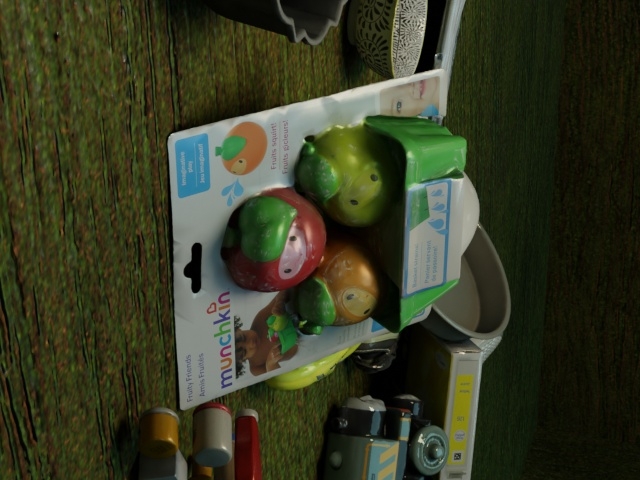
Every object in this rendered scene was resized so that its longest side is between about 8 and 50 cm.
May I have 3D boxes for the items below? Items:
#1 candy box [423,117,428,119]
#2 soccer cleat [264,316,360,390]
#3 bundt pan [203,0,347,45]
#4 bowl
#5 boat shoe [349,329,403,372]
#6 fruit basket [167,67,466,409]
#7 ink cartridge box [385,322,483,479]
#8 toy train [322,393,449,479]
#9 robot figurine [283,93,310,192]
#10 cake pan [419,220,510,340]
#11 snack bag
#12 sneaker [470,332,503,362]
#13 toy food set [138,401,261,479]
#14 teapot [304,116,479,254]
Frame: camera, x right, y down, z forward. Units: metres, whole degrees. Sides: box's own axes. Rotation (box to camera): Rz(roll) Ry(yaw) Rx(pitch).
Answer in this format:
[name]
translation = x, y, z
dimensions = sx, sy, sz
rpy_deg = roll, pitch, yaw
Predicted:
[candy box]
translation = 0.102, -0.128, 2.027
dimensions = 0.196, 0.070, 0.165
rpy_deg = -35, 120, -68
[soccer cleat]
translation = -0.002, 0.147, 1.861
dimensions = 0.289, 0.093, 0.121
rpy_deg = -43, 146, -63
[bundt pan]
translation = -0.047, -0.356, 1.365
dimensions = 0.331, 0.124, 0.331
rpy_deg = 9, 90, -73
[bowl]
translation = 0.084, -0.294, 1.910
dimensions = 0.170, 0.080, 0.170
rpy_deg = 9, 90, -74
[boat shoe]
translation = 0.081, 0.165, 2.164
dimensions = 0.223, 0.080, 0.074
rpy_deg = 4, 91, -78
[fruit basket]
translation = 0.000, 0.000, 1.540
dimensions = 0.353, 0.165, 0.327
rpy_deg = -20, 124, -36
[ink cartridge box]
translation = 0.176, 0.279, 2.327
dimensions = 0.303, 0.072, 0.307
rpy_deg = -137, -128, -70
[toy train]
translation = 0.081, 0.394, 2.139
dimensions = 0.190, 0.142, 0.334
rpy_deg = 11, 85, -38
[robot figurine]
translation = -0.022, -0.114, 1.684
dimensions = 0.101, 0.067, 0.115
rpy_deg = -50, 146, -45
[cake pan]
translation = 0.183, 0.031, 2.206
dimensions = 0.293, 0.054, 0.293
rpy_deg = 34, 39, -33
[snack bag]
translation = 0.208, -0.336, 2.255
dimensions = 0.342, 0.037, 0.323
rpy_deg = 79, 23, -80
[sneaker]
translation = 0.216, 0.178, 2.486
dimensions = 0.135, 0.150, 0.366
rpy_deg = -50, 172, -9
[toy food set]
translation = -0.122, 0.218, 1.485
dimensions = 0.232, 0.111, 0.105
rpy_deg = 70, 13, -50
[teapot]
translation = 0.061, -0.040, 1.807
dimensions = 0.187, 0.252, 0.256
rpy_deg = 47, 21, -24
